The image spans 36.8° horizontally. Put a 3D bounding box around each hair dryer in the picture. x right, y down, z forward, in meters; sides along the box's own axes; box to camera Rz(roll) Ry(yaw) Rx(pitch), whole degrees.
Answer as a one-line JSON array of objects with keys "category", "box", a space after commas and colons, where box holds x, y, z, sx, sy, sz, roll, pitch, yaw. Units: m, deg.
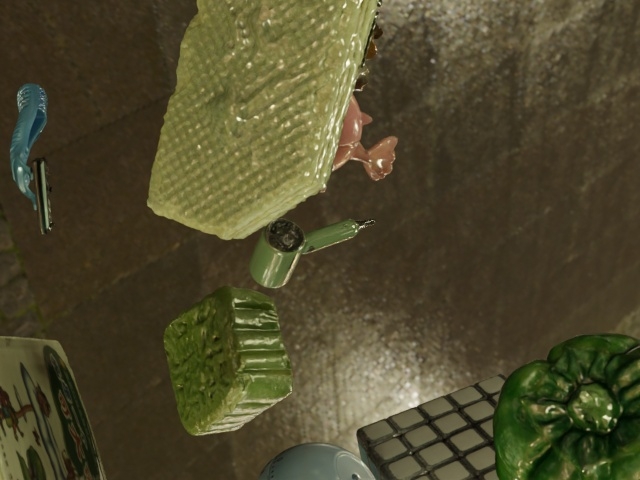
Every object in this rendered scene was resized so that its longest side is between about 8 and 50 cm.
[{"category": "hair dryer", "box": [0.000, 0.000, 1.004, 0.150, 0.047, 0.071, -17, 156, -28]}]

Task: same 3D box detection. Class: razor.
[{"category": "razor", "box": [-0.306, -0.106, 1.016, 0.042, 0.253, 0.081, -5, 124, -13]}]

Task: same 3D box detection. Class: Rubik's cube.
[{"category": "Rubik's cube", "box": [0.209, 0.349, 1.243, 0.238, 0.237, 0.237, -21, 113, -15]}]

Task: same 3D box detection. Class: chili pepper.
[{"category": "chili pepper", "box": [0.287, 0.219, 0.774, 0.213, 0.167, 0.385, -39, 132, 6]}]

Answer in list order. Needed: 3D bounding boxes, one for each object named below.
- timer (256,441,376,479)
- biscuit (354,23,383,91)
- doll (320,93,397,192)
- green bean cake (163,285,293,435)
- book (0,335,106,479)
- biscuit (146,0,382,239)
[{"category": "timer", "box": [-0.040, 0.353, 1.135, 0.255, 0.175, 0.175, -45, 145, -2]}, {"category": "biscuit", "box": [-0.037, -0.367, 1.346, 0.268, 0.366, 0.115, 23, 129, -17]}, {"category": "doll", "box": [-0.028, -0.140, 1.137, 0.262, 0.093, 0.211, 18, 132, -13]}, {"category": "green bean cake", "box": [-0.166, 0.209, 1.689, 0.125, 0.222, 0.248, 5, 151, -41]}, {"category": "book", "box": [-0.292, 0.226, 1.012, 0.043, 0.260, 0.371, -17, 174, -4]}, {"category": "biscuit", "box": [-0.049, -0.121, 0.754, 0.052, 0.150, 0.252, -6, 115, -62]}]
